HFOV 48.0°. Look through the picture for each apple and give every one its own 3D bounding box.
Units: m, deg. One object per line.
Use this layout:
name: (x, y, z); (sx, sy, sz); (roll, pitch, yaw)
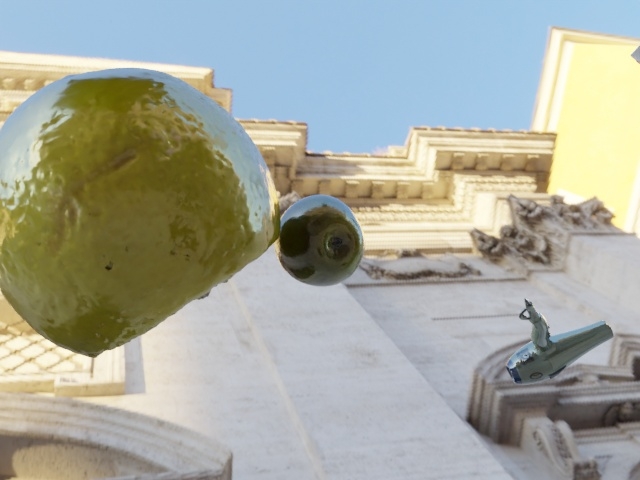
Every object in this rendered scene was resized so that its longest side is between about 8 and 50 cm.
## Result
apple: (0.000, 0.000, 0.696); (0.089, 0.074, 0.090); (0, -90, -26)

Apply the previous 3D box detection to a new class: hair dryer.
hair dryer: (0.360, 0.128, 1.063); (0.167, 0.067, 0.199); (-17, -46, -9)

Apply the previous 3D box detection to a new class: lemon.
lemon: (-0.168, -0.039, 0.607); (0.240, 0.240, 0.219); (-32, -86, -5)

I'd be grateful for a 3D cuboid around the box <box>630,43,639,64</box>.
box: (0.525, -0.298, 1.047); (0.089, 0.043, 0.125); (-1, -44, -48)
